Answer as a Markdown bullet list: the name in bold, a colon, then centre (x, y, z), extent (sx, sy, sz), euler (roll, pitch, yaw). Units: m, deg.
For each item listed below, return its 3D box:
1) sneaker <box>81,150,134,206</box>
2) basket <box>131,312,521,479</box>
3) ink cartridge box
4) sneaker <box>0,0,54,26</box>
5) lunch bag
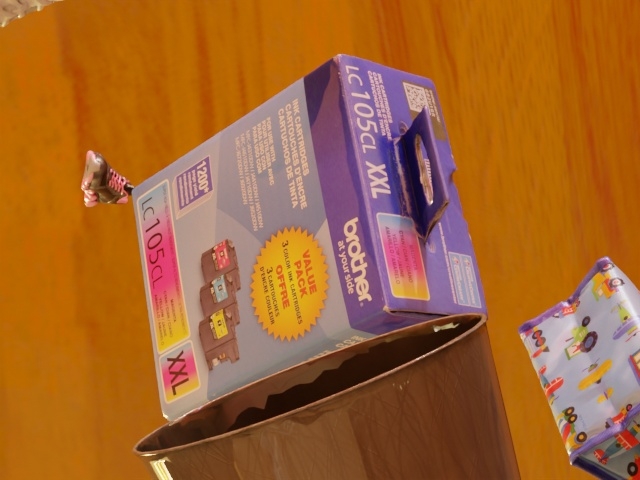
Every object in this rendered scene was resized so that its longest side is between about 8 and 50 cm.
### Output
- **sneaker**: centre (-0.233, -0.066, 1.785), extent (0.057, 0.119, 0.047), euler (11, 77, -2)
- **basket**: centre (0.035, 0.175, 0.828), extent (0.204, 0.154, 0.227), euler (-21, 93, 28)
- **ink cartridge box**: centre (0.000, 0.000, 1.597), extent (0.395, 0.151, 0.270), euler (-29, 63, 38)
- **sneaker**: centre (-0.317, -0.267, 1.615), extent (0.152, 0.114, 0.305), euler (34, 85, 4)
- **lunch bag**: centre (0.373, 0.193, 1.716), extent (0.138, 0.221, 0.293), euler (-42, 120, 18)
